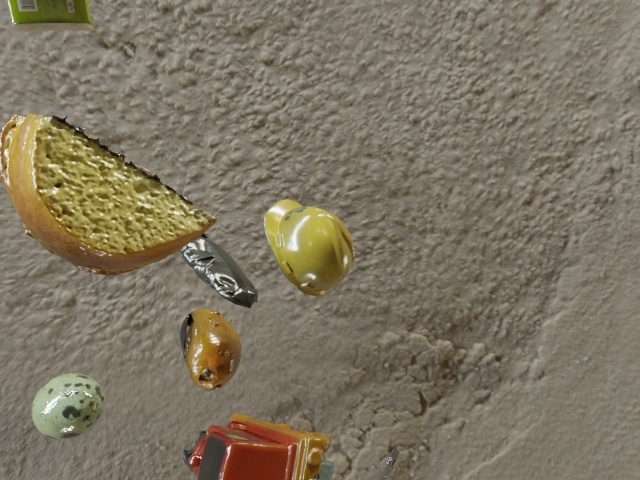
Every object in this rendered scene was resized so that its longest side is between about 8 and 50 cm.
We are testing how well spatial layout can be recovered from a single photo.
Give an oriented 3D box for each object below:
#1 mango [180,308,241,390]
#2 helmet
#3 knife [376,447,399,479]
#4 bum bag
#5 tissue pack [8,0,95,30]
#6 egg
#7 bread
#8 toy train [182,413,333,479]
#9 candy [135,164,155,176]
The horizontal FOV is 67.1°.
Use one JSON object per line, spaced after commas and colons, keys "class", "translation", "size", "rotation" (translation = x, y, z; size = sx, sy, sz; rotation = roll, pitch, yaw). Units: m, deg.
{"class": "mango", "translation": [-0.284, 0.274, 1.249], "size": [0.151, 0.248, 0.156], "rotation": [-2, 119, -23]}
{"class": "helmet", "translation": [0.000, 0.000, 1.143], "size": [0.257, 0.140, 0.205], "rotation": [60, 40, -9]}
{"class": "knife", "translation": [0.160, 0.579, 1.213], "size": [0.019, 0.245, 0.072], "rotation": [40, 95, 18]}
{"class": "bum bag", "translation": [-0.248, 0.055, 1.094], "size": [0.079, 0.142, 0.326], "rotation": [-49, 61, 2]}
{"class": "tissue pack", "translation": [-0.743, -0.722, 1.304], "size": [0.200, 0.167, 0.274], "rotation": [-9, 107, -19]}
{"class": "egg", "translation": [-0.690, 0.458, 1.339], "size": [0.177, 0.228, 0.177], "rotation": [26, 56, -46]}
{"class": "bread", "translation": [-0.262, -0.031, 0.577], "size": [0.260, 0.129, 0.134], "rotation": [32, 68, -31]}
{"class": "toy train", "translation": [-0.119, 0.412, 0.870], "size": [0.232, 0.369, 0.163], "rotation": [21, 69, -29]}
{"class": "candy", "translation": [-0.494, -0.107, 1.117], "size": [0.214, 0.289, 0.157], "rotation": [-19, 117, -49]}
